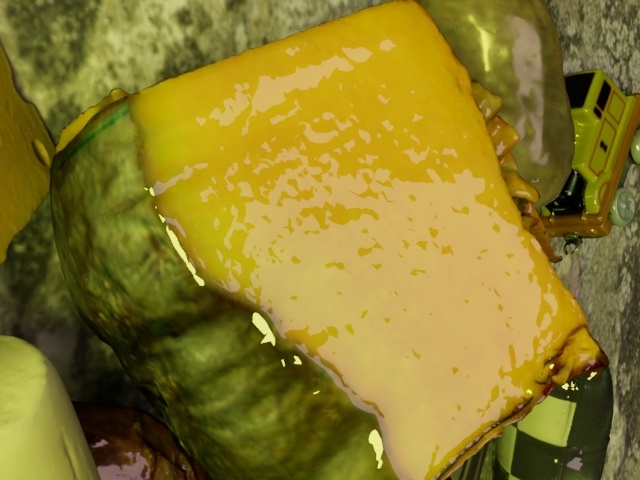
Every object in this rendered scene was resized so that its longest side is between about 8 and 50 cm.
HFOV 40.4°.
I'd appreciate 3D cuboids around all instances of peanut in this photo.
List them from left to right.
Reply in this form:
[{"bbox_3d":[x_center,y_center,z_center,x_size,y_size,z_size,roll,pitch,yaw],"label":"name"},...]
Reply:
[{"bbox_3d":[0.146,-0.132,0.755,0.129,0.129,0.224,-18,98,-45],"label":"peanut"}]

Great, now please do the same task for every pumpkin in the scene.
[{"bbox_3d":[0.000,0.000,0.500,0.303,0.256,0.225,-72,137,-82],"label":"pumpkin"}]

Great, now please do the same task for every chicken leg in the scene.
[{"bbox_3d":[-0.092,0.189,0.553,0.304,0.113,0.093,54,30,-45],"label":"chicken leg"}]

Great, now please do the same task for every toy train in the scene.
[{"bbox_3d":[0.287,-0.091,0.942,0.127,0.089,0.219,37,68,-32],"label":"toy train"}]

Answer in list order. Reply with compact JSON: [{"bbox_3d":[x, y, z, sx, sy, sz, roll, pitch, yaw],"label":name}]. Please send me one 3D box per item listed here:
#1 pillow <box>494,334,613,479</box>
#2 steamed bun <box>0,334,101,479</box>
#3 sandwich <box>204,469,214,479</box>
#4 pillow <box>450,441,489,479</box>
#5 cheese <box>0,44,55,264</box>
[{"bbox_3d":[0.226,0.193,0.855,0.186,0.106,0.250,-49,147,-77],"label":"pillow"},{"bbox_3d":[-0.202,0.151,0.335,0.250,0.155,0.200,-17,111,-19],"label":"steamed bun"},{"bbox_3d":[-0.047,0.186,0.645,0.067,0.029,0.135,-55,131,-21],"label":"sandwich"},{"bbox_3d":[0.108,0.141,0.791,0.212,0.052,0.208,37,62,-45],"label":"pillow"},{"bbox_3d":[-0.191,-0.036,0.432,0.093,0.126,0.171,64,32,-22],"label":"cheese"}]
